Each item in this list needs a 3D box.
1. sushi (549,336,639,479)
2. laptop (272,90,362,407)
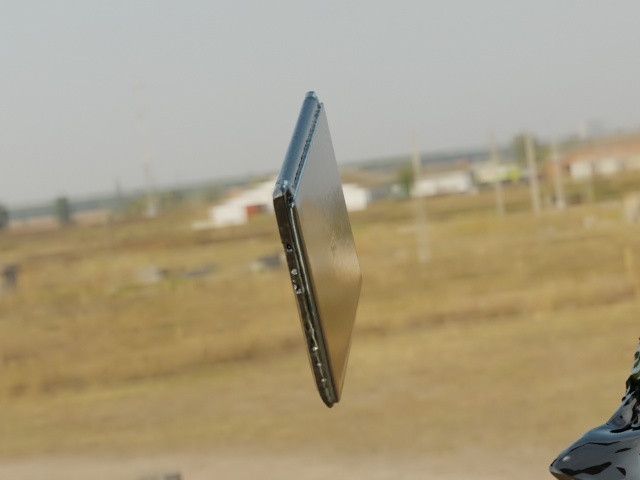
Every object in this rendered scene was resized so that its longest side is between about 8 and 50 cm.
[{"bbox_3d":[0.273,0.060,0.858,0.227,0.215,0.212,-50,2,-39],"label":"sushi"},{"bbox_3d":[0.000,0.000,1.096,0.016,0.129,0.180,-9,20,10],"label":"laptop"}]
